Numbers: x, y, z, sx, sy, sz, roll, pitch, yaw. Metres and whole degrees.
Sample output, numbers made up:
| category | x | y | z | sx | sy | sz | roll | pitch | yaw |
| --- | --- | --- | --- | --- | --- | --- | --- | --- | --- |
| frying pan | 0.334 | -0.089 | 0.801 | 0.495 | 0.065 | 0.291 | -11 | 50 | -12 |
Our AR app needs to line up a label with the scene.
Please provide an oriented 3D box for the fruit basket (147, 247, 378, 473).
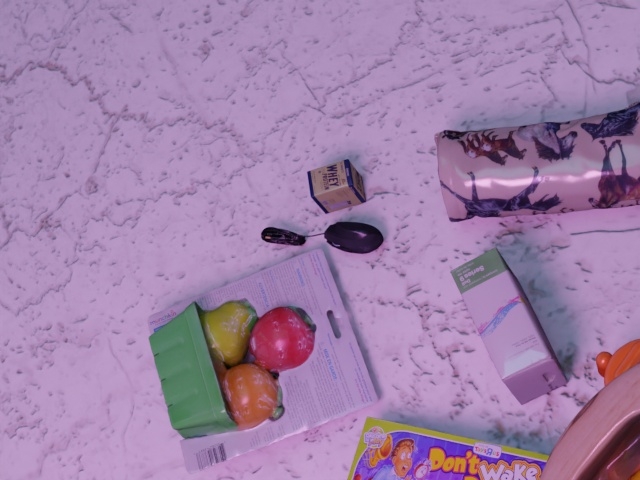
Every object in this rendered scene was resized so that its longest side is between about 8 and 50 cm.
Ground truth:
| category | x | y | z | sx | sy | sz | roll | pitch | yaw |
| --- | --- | --- | --- | --- | --- | --- | --- | --- | --- |
| fruit basket | -0.110 | 0.213 | 2.005 | 0.353 | 0.165 | 0.327 | -20 | 61 | -3 |

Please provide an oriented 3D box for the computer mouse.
| category | x | y | z | sx | sy | sz | roll | pitch | yaw |
| --- | --- | --- | --- | --- | --- | --- | --- | --- | --- |
| computer mouse | 0.000 | 0.000 | 2.073 | 0.242 | 0.071 | 0.041 | -1 | 62 | 25 |

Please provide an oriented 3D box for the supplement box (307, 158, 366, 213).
| category | x | y | z | sx | sy | sz | roll | pitch | yaw |
| --- | --- | --- | --- | --- | --- | --- | --- | --- | --- |
| supplement box | 0.030 | -0.100 | 2.096 | 0.083 | 0.083 | 0.056 | -16 | 63 | 15 |

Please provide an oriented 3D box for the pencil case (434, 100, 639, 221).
| category | x | y | z | sx | sy | sz | roll | pitch | yaw |
| --- | --- | --- | --- | --- | --- | --- | --- | --- | --- |
| pencil case | 0.388 | -0.135 | 1.913 | 0.410 | 0.160 | 0.183 | -6 | 56 | 21 |

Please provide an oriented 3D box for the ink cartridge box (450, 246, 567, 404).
| category | x | y | z | sx | sy | sz | roll | pitch | yaw |
| --- | --- | --- | --- | --- | --- | --- | --- | --- | --- |
| ink cartridge box | 0.307 | 0.141 | 1.827 | 0.093 | 0.154 | 0.212 | -29 | 60 | 9 |

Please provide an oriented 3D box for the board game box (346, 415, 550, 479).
| category | x | y | z | sx | sy | sz | roll | pitch | yaw |
| --- | --- | --- | --- | --- | --- | --- | --- | --- | --- |
| board game box | 0.195 | 0.423 | 1.754 | 0.347 | 0.078 | 0.233 | 5 | 69 | 39 |

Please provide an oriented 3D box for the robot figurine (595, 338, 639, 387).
| category | x | y | z | sx | sy | sz | roll | pitch | yaw |
| --- | --- | --- | --- | --- | --- | --- | --- | --- | --- |
| robot figurine | 0.493 | 0.225 | 1.671 | 0.158 | 0.219 | 0.128 | -8 | 64 | 18 |

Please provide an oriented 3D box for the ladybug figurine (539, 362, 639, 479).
| category | x | y | z | sx | sy | sz | roll | pitch | yaw |
| --- | --- | --- | --- | --- | --- | --- | --- | --- | --- |
| ladybug figurine | 0.472 | 0.329 | 1.493 | 0.305 | 0.162 | 0.449 | 49 | 114 | 29 |
